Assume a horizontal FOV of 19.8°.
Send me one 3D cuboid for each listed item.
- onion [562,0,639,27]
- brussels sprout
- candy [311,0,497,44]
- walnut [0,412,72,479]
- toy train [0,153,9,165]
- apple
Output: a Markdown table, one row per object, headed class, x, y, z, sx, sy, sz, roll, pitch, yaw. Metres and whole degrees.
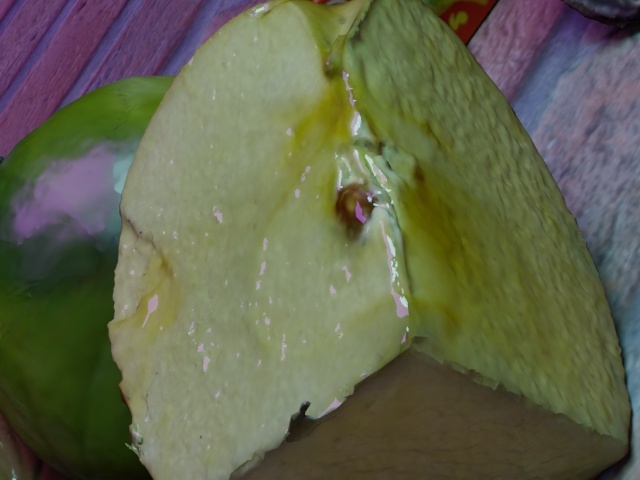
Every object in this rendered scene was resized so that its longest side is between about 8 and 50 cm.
| class | x | y | z | sx | sy | sz | roll | pitch | yaw |
| --- | --- | --- | --- | --- | --- | --- | --- | --- | --- |
| onion | 0.185 | -0.335 | 1.449 | 0.314 | 0.280 | 0.146 | -57 | 11 | -19 |
| brussels sprout | -0.096 | 0.029 | 1.352 | 0.344 | 0.344 | 0.268 | -53 | 15 | -9 |
| candy | 0.073 | -0.230 | 1.606 | 0.276 | 0.146 | 0.088 | -53 | 25 | -12 |
| walnut | -0.264 | 0.227 | 1.422 | 0.228 | 0.228 | 0.228 | -38 | 27 | 23 |
| toy train | -0.328 | -0.026 | 2.000 | 0.074 | 0.118 | 0.176 | -30 | 32 | 30 |
| apple | 0.024 | 0.009 | 1.119 | 0.314 | 0.252 | 0.309 | -8 | 49 | -7 |
